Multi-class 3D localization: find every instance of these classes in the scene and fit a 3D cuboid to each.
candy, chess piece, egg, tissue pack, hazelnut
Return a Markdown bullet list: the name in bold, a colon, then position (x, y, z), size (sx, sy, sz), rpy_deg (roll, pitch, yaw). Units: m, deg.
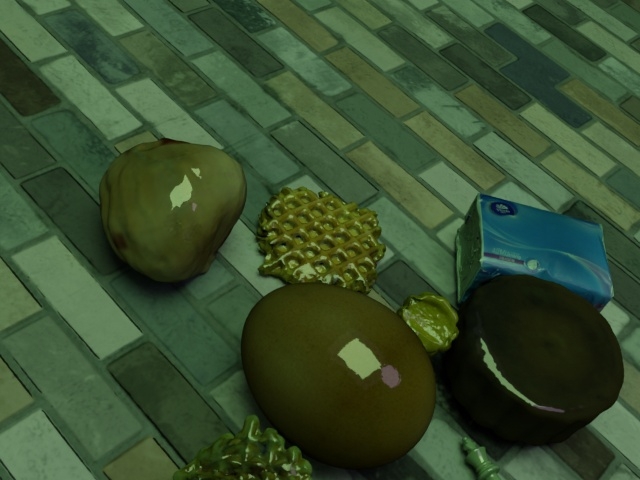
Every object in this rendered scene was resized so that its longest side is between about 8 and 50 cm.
- **candy**: position (0.174, 0.141, 1.354), size (0.094, 0.199, 0.106), rpy_deg (-36, 84, -2)
- **chess piece**: position (0.271, 0.374, 1.271), size (0.059, 0.059, 0.149), rpy_deg (-12, 50, -26)
- **egg**: position (0.022, 0.196, 1.206), size (0.322, 0.250, 0.250), rpy_deg (39, 50, 18)
- **tissue pack**: position (0.403, 0.042, 1.534), size (0.263, 0.146, 0.198), rpy_deg (13, 47, -6)
- **hazelnut**: position (-0.249, -0.047, 1.368), size (0.261, 0.241, 0.261), rpy_deg (-10, 35, 7)

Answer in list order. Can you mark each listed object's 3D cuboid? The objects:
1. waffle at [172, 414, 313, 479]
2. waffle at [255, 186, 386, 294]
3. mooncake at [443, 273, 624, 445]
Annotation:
- **waffle**: position (-0.098, 0.369, 1.106), size (0.204, 0.054, 0.223), rpy_deg (-35, 65, -11)
- **waffle**: position (0.001, -0.001, 1.506), size (0.254, 0.052, 0.245), rpy_deg (16, 49, -5)
- **mooncake**: position (0.352, 0.206, 1.367), size (0.290, 0.161, 0.290), rpy_deg (8, 50, -10)
